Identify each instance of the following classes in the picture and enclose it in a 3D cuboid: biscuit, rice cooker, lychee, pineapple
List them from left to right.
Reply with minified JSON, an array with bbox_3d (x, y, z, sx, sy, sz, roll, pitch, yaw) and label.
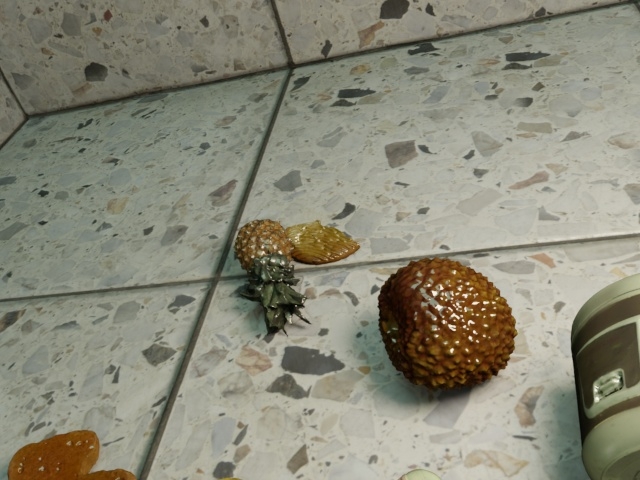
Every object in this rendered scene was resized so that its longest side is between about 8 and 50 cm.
[{"bbox_3d":[-0.500,0.493,1.297,0.262,0.052,0.277,-21,36,-12],"label":"biscuit"},{"bbox_3d":[-0.124,0.091,1.569,0.165,0.166,0.365,-18,39,0],"label":"pineapple"},{"bbox_3d":[0.000,-0.001,1.732,0.228,0.031,0.176,-4,40,19],"label":"biscuit"},{"bbox_3d":[0.248,0.160,1.253,0.267,0.268,0.268,-11,37,9],"label":"lychee"},{"bbox_3d":[0.547,0.219,0.964,0.334,0.335,0.325,-3,44,19],"label":"rice cooker"}]

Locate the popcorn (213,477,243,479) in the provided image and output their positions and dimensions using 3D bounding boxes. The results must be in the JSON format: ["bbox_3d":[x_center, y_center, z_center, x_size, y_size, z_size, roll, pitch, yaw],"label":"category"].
[{"bbox_3d":[-0.135,0.489,0.967,0.225,0.265,0.332,-32,11,-32],"label":"popcorn"}]

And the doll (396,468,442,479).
[{"bbox_3d":[0.099,0.443,1.046,0.274,0.155,0.113,-13,74,7],"label":"doll"}]
